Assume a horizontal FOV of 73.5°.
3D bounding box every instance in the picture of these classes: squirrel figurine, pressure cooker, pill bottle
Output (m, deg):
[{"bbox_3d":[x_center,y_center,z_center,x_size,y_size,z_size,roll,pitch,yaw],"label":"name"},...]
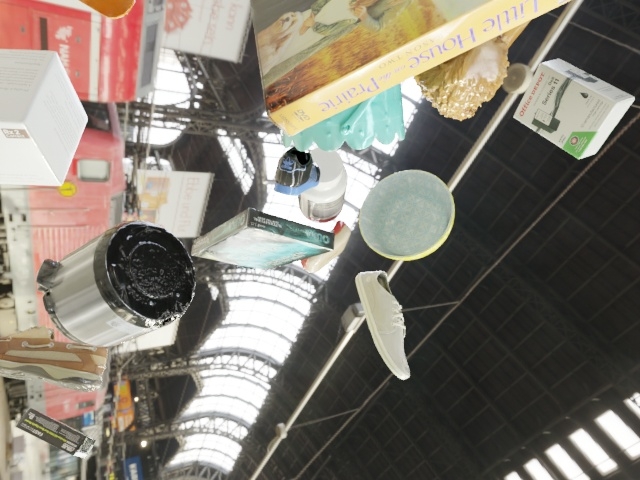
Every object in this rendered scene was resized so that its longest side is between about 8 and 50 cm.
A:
[{"bbox_3d":[0.259,-0.459,0.930,0.370,0.280,0.397,-133,-145,-67],"label":"squirrel figurine"},{"bbox_3d":[-0.688,0.160,1.433,0.420,0.375,0.370,-24,-83,27],"label":"pressure cooker"},{"bbox_3d":[0.004,-0.190,1.495,0.318,0.176,0.176,94,-16,-73],"label":"pill bottle"}]

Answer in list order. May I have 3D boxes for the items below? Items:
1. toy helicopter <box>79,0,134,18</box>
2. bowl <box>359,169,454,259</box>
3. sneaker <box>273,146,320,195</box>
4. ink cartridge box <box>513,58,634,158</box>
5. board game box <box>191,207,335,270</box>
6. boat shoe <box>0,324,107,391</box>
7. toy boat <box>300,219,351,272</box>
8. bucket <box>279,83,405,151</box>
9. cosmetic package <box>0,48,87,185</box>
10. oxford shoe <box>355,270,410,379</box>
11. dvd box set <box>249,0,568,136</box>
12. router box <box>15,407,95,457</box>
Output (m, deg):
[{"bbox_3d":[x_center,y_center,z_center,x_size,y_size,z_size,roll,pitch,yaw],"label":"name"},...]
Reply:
[{"bbox_3d":[-0.332,-0.385,0.463,0.355,0.140,0.235,58,1,32],"label":"toy helicopter"},{"bbox_3d":[0.282,-0.058,1.345,0.289,0.156,0.290,-10,-113,23],"label":"bowl"},{"bbox_3d":[-0.042,-0.170,0.982,0.232,0.081,0.091,-59,165,-67],"label":"sneaker"},{"bbox_3d":[0.603,-0.322,1.041,0.208,0.086,0.153,50,-34,33],"label":"ink cartridge box"},{"bbox_3d":[-0.085,0.006,0.588,0.186,0.126,0.026,-20,-119,53],"label":"board game box"},{"bbox_3d":[-0.674,0.266,1.015,0.122,0.323,0.120,-43,-148,53],"label":"boat shoe"},{"bbox_3d":[0.000,0.000,1.584,0.151,0.231,0.151,45,-25,15],"label":"toy boat"},{"bbox_3d":[0.041,-0.296,0.871,0.281,0.281,0.183,31,-49,54],"label":"bucket"},{"bbox_3d":[-0.528,-0.212,0.742,0.151,0.151,0.184,98,-8,-56],"label":"cosmetic package"},{"bbox_3d":[0.259,0.303,1.649,0.130,0.169,0.450,-27,-122,17],"label":"oxford shoe"},{"bbox_3d":[0.102,-0.345,0.518,0.420,0.062,0.308,-19,-112,24],"label":"dvd box set"},{"bbox_3d":[-0.502,0.369,0.818,0.038,0.122,0.092,-64,180,-32],"label":"router box"}]
